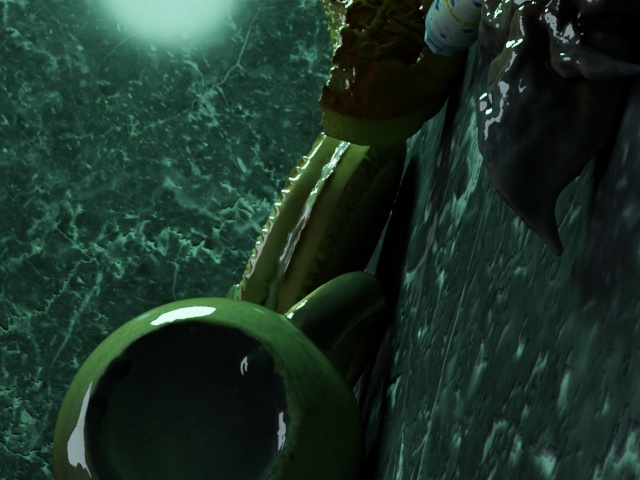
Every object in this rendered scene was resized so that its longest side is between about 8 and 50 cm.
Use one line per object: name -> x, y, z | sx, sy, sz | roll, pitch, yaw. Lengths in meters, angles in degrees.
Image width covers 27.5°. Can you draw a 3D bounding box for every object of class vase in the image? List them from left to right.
vase -> -0.053, 0.159, 1.085 | 0.329, 0.241, 0.302 | -48, -20, -16

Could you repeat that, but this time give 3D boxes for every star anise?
star anise -> 0.033, -0.105, 0.497 | 0.218, 0.227, 0.148 | 173, 118, -75

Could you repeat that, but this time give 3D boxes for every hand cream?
hand cream -> 0.109, -0.172, 0.928 | 0.171, 0.043, 0.065 | 134, 154, -75

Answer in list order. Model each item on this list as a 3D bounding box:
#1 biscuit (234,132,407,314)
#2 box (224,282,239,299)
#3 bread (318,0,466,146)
biscuit -> 0.000, 0.000, 1.241 | 0.259, 0.079, 0.259 | -60, -12, -21
box -> -0.058, 0.176, 1.398 | 0.177, 0.148, 0.195 | 108, 176, -68
bread -> 0.056, -0.155, 1.078 | 0.086, 0.125, 0.156 | 94, 173, -61
